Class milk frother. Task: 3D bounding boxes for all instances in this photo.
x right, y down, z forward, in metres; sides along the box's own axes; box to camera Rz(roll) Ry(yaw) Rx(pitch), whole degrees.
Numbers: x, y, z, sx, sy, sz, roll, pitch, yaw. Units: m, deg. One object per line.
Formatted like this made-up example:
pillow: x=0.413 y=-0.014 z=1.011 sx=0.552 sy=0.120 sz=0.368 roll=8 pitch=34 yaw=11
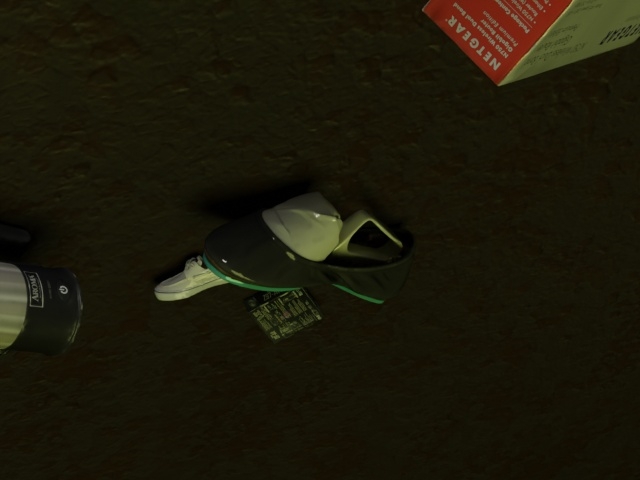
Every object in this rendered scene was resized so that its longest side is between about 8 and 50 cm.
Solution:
milk frother: x=-0.315 y=0.064 z=1.072 sx=0.135 sy=0.129 sz=0.143 roll=11 pitch=125 yaw=-43

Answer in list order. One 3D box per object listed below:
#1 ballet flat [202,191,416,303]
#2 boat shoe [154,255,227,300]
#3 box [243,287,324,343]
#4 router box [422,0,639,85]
ballet flat: x=0.000 y=0.000 z=1.210 sx=0.280 sy=0.095 sz=0.096 roll=9 pitch=124 yaw=-51
boat shoe: x=-0.126 y=0.032 z=1.224 sx=0.100 sy=0.035 sz=0.035 roll=-17 pitch=116 yaw=-3
box: x=-0.040 y=0.078 z=1.337 sx=0.067 sy=0.018 sz=0.083 roll=-28 pitch=144 yaw=6
router box: x=0.261 y=-0.269 z=0.887 sx=0.301 sy=0.082 sz=0.335 roll=-50 pitch=166 yaw=32
